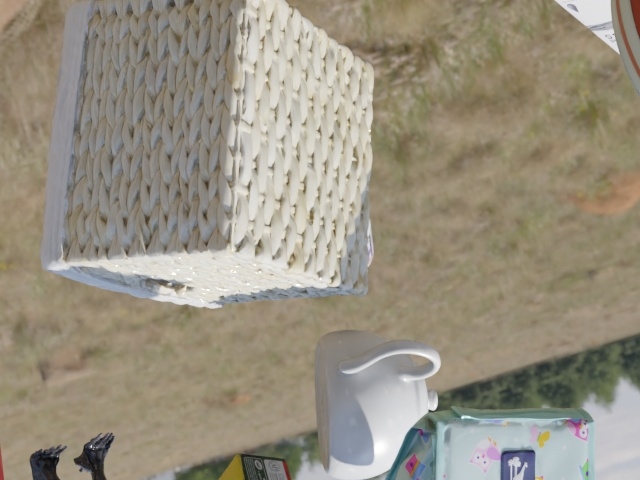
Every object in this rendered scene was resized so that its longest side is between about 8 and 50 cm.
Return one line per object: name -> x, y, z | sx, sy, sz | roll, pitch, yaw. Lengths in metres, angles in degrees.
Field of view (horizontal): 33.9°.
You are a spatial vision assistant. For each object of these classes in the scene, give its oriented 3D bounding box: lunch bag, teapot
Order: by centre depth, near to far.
lunch bag -> 0.200, 0.309, 1.271 | 0.223, 0.160, 0.262 | 3, 123, -19
teapot -> 0.093, 0.252, 1.656 | 0.187, 0.252, 0.256 | -3, -171, -5

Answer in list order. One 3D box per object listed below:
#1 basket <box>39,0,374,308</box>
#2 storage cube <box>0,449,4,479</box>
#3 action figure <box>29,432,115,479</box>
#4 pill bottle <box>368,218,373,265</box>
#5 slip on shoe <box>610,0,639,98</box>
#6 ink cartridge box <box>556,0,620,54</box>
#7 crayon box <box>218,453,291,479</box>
basket -> -0.116, -0.102, 1.250 | 0.266, 0.331, 0.328 | -5, 167, 29
storage cube -> -0.656, 0.405, 1.757 | 0.215, 0.193, 0.183 | -26, 144, 7
action figure -> -0.304, 0.394, 1.373 | 0.164, 0.275, 0.141 | -3, 147, -29
pill bottle -> 0.043, -0.014, 1.974 | 0.108, 0.108, 0.193 | -17, 155, -2
slip on shoe -> 0.311, -0.222, 0.843 | 0.123, 0.331, 0.101 | 26, 153, -26
ink cartridge box -> 0.521, -0.424, 1.738 | 0.273, 0.114, 0.198 | 28, 163, -33
crayon box -> -0.126, 0.589, 1.706 | 0.106, 0.363, 0.313 | 14, 125, -29
